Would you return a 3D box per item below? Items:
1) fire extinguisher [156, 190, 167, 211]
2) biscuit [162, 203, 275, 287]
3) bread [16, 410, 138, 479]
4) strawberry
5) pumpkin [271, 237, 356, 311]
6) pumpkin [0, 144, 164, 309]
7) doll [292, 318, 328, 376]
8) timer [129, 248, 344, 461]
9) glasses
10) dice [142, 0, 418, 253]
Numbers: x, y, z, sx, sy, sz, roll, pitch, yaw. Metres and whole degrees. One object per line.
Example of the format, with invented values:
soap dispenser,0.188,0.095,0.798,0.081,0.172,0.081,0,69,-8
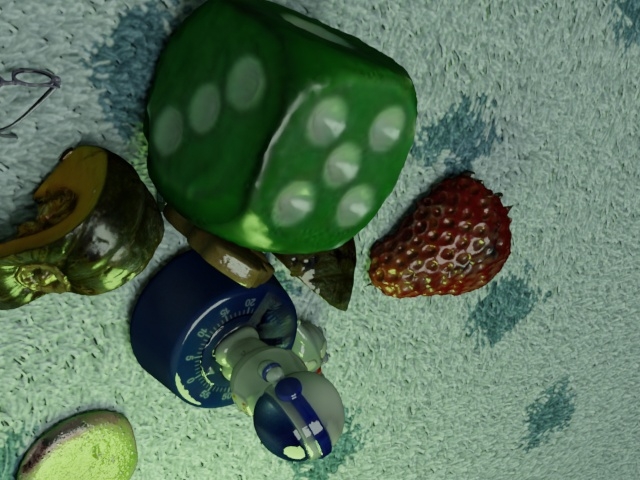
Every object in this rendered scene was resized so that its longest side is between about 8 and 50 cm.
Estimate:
fire extinguisher,-0.236,-0.086,1.662,0.038,0.025,0.083,-39,142,-47
biscuit,-0.144,-0.002,1.626,0.047,0.183,0.320,-51,176,3
bread,-0.404,0.386,1.848,0.229,0.033,0.228,-21,130,-27
strawberry,0.249,0.008,2.040,0.280,0.150,0.253,-3,120,-40
pumpkin,0.000,0.000,1.808,0.148,0.169,0.312,-50,138,4
pumpkin,-0.369,-0.021,1.556,0.281,0.190,0.139,-10,141,21
doll,-0.030,0.206,2.004,0.102,0.075,0.227,-49,151,-26
timer,-0.102,0.202,1.711,0.270,0.383,0.270,-21,130,-27
glasses,-0.413,-0.167,1.431,0.140,0.062,0.103,-9,125,-34
dice,-0.060,-0.167,1.553,0.287,0.297,0.300,5,115,-45
